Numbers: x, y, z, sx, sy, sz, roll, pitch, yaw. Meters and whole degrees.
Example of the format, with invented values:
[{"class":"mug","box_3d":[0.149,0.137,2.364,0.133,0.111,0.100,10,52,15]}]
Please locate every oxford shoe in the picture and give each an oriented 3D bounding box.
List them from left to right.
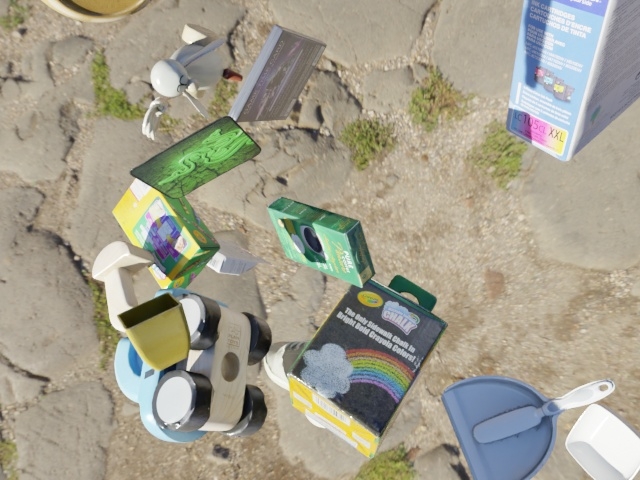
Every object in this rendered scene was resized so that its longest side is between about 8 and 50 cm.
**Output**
[{"class":"oxford shoe","box_3d":[-0.017,0.278,1.268,0.169,0.449,0.130,-3,95,-18]}]

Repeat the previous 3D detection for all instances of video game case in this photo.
[{"class":"video game case","box_3d":[-0.082,-0.336,1.173,0.026,0.274,0.196,35,111,8]}]

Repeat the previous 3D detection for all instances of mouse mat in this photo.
[{"class":"mouse mat","box_3d":[-0.203,-0.132,0.945,0.190,0.152,0.007,-29,71,8]}]

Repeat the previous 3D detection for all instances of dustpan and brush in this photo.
[{"class":"dustpan and brush","box_3d":[0.264,0.221,0.712,0.211,0.060,0.147,-28,63,17]}]

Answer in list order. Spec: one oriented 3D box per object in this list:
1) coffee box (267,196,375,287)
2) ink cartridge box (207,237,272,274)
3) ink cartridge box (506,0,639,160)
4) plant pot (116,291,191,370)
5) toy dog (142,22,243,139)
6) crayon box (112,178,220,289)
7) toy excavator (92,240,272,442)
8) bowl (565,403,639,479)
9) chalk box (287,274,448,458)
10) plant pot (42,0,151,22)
[{"class":"coffee box","box_3d":[0.000,0.000,0.917,0.184,0.113,0.040,19,49,44]},{"class":"ink cartridge box","box_3d":[-0.280,0.046,1.684,0.189,0.232,0.066,27,92,31]},{"class":"ink cartridge box","box_3d":[0.466,-0.372,0.939,0.270,0.395,0.151,-38,57,-20]},{"class":"plant pot","box_3d":[-0.227,0.133,0.798,0.081,0.081,0.083,-25,109,-23]},{"class":"toy dog","box_3d":[-0.262,-0.362,1.257,0.161,0.220,0.333,16,45,-9]},{"class":"crayon box","box_3d":[-0.394,-0.029,1.435,0.165,0.081,0.278,-46,70,23]},{"class":"toy excavator","box_3d":[-0.343,0.193,1.201,0.445,0.222,0.432,-8,68,29]},{"class":"bowl","box_3d":[0.595,0.421,1.162,0.142,0.053,0.142,49,128,47]},{"class":"chalk box","box_3d":[0.097,0.195,0.996,0.180,0.179,0.289,31,63,17]},{"class":"plant pot","box_3d":[-0.348,-0.443,0.892,0.236,0.236,0.032,-33,61,4]}]
